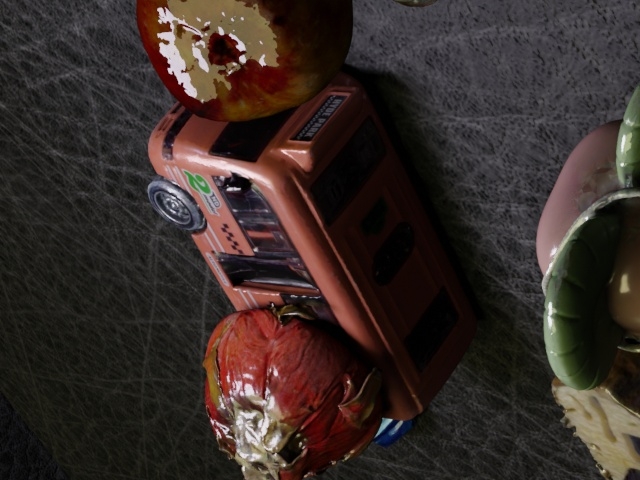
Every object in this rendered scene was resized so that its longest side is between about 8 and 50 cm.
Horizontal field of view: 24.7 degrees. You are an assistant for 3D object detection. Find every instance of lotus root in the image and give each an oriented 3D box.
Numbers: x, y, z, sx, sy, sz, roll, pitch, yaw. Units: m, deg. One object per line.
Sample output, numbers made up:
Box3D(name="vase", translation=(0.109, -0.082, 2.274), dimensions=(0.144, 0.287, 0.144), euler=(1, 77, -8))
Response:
Box3D(name="lotus root", translation=(0.354, 0.212, 1.585), dimensions=(0.170, 0.074, 0.260), euler=(-1, 131, 54))

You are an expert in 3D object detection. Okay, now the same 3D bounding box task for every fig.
Box3D(name="fig", translation=(-0.046, -0.194, 1.285), dimensions=(0.191, 0.190, 0.290), euler=(40, -169, 10))

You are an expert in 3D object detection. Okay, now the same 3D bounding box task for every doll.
Box3D(name="doll", translation=(0.284, 0.000, 1.156), dimensions=(0.216, 0.284, 0.268), euler=(21, 176, 34))

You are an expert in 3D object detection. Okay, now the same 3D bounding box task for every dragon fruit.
Box3D(name="dragon fruit", translation=(-0.050, 0.194, 1.618), dimensions=(0.218, 0.148, 0.224), euler=(45, 146, -19))

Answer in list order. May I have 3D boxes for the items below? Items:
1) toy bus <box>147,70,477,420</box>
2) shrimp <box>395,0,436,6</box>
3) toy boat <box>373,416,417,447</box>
Box3D(name="toy bus", translation=(0.000, 0.000, 1.636), dimensions=(0.233, 0.203, 0.427), euler=(8, 139, 41))
Box3D(name="shrimp", translation=(0.018, -0.332, 1.161), dimensions=(0.116, 0.145, 0.343), euler=(-2, 136, 41))
Box3D(name="toy boat", translation=(0.010, 0.171, 2.061), dimensions=(0.291, 0.067, 0.220), euler=(46, 156, 4))
